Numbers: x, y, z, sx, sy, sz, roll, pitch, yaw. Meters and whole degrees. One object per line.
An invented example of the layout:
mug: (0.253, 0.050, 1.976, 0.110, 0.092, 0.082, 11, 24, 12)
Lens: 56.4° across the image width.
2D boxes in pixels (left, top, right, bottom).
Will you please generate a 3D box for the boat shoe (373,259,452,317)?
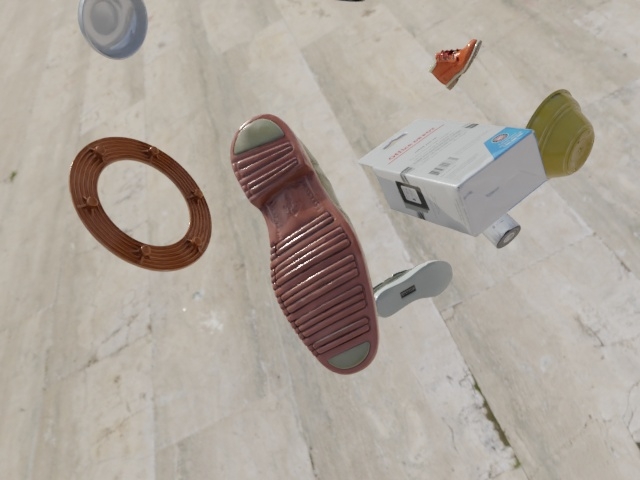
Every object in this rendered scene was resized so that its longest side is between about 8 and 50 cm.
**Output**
boat shoe: (0.181, 0.093, 1.260, 0.219, 0.078, 0.070, -20, 16, -27)

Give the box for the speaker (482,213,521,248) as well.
speaker: (0.280, -0.052, 1.036, 0.055, 0.055, 0.136, -37, 62, -4)

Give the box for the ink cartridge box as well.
ink cartridge box: (0.132, -0.074, 0.635, 0.104, 0.060, 0.180, -36, 28, -15)

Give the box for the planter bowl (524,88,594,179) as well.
planter bowl: (0.519, -0.205, 1.275, 0.090, 0.217, 0.217, 32, 73, 38)

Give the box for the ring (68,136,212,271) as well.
ring: (-0.371, -0.088, 1.284, 0.032, 0.336, 0.337, -36, 37, 35)

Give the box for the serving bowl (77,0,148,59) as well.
serving bowl: (-0.227, -0.239, 0.643, 0.027, 0.083, 0.083, 17, 63, 31)

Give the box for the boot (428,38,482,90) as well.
boot: (0.319, -0.433, 1.423, 0.059, 0.084, 0.158, -56, 4, -32)

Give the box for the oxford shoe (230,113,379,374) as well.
oxford shoe: (0.000, 0.000, 0.876, 0.140, 0.146, 0.397, -25, 73, 17)
